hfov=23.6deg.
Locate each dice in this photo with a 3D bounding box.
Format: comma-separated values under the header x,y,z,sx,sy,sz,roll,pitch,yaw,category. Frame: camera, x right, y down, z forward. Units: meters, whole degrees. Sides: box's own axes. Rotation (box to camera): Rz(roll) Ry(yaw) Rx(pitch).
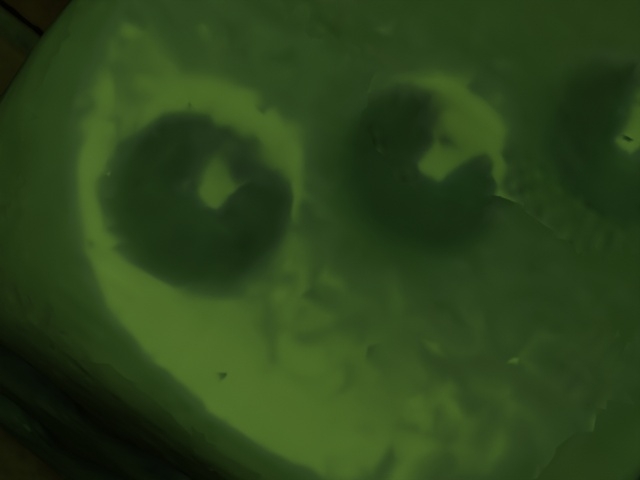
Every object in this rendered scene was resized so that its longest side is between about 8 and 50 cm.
x,y,z,sx,sy,sz,roll,pitch,yaw,category
0.000,0.000,0.649,0.268,0.264,0.262,38,70,-6,dice
